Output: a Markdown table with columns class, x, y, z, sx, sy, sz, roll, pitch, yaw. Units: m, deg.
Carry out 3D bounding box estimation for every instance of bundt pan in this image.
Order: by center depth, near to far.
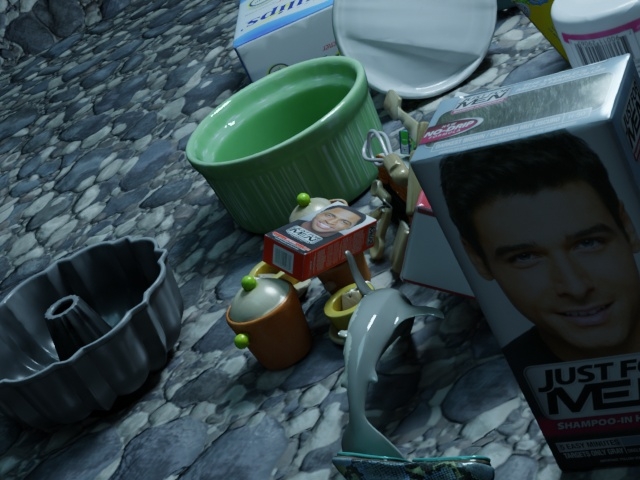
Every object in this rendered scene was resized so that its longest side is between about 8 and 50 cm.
| class | x | y | z | sx | sy | sz | roll | pitch | yaw |
| --- | --- | --- | --- | --- | --- | --- | --- | --- | --- |
| bundt pan | -0.332 | 0.138 | 1.885 | 0.331 | 0.124 | 0.331 | -22 | 27 | 12 |

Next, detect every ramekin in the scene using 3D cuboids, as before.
| class | x | y | z | sx | sy | sz | roll | pitch | yaw |
| --- | --- | --- | --- | --- | --- | --- | --- | --- | --- |
| ramekin | -0.042 | -0.144 | 2.087 | 0.303 | 0.148 | 0.303 | -22 | 27 | 12 |
| ramekin | 0.145 | -0.372 | 2.211 | 0.273 | 0.272 | 0.127 | -29 | 14 | -1 |

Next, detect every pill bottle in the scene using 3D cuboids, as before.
| class | x | y | z | sx | sy | sz | roll | pitch | yaw |
| --- | --- | --- | --- | --- | --- | --- | --- | --- | --- |
| pill bottle | 0.391 | -0.178 | 1.573 | 0.160 | 0.283 | 0.160 | -22 | 27 | 12 |

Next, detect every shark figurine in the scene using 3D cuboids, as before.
| class | x | y | z | sx | sy | sz | roll | pitch | yaw |
| --- | --- | --- | --- | --- | --- | --- | --- | --- | --- |
| shark figurine | 0.081 | 0.116 | 1.492 | 0.116 | 0.166 | 0.278 | -7 | 33 | 18 |

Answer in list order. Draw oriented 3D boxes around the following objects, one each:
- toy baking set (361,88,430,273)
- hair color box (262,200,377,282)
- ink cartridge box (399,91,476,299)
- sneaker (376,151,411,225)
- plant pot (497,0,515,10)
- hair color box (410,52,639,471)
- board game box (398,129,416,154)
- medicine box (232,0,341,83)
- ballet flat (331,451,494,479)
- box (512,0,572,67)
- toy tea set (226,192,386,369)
| class | x | y | z | sx | sy | sz | roll | pitch | yaw |
| --- | --- | --- | --- | --- | --- | --- | --- | --- | --- |
| toy baking set | 0.095 | -0.084 | 1.788 | 0.030 | 0.256 | 0.197 | 8 | -4 | -23 |
| hair color box | 0.000 | 0.000 | 1.722 | 0.072 | 0.043 | 0.141 | 26 | 35 | 33 |
| ink cartridge box | 0.223 | -0.048 | 1.603 | 0.197 | 0.114 | 0.273 | 15 | 37 | 7 |
| sneaker | 0.167 | -0.070 | 1.841 | 0.121 | 0.099 | 0.262 | -16 | 21 | -18 |
| plant pot | 0.321 | -0.531 | 2.387 | 0.293 | 0.196 | 0.293 | -23 | 26 | 12 |
| hair color box | 0.247 | 0.034 | 1.222 | 0.185 | 0.374 | 0.113 | -12 | 30 | 31 |
| board game box | 0.228 | -0.146 | 1.860 | 0.201 | 0.035 | 0.136 | -12 | 13 | -36 |
| medicine box | -0.011 | -0.403 | 2.532 | 0.264 | 0.149 | 0.289 | -22 | 26 | 12 |
| ballet flat | 0.086 | 0.246 | 1.355 | 0.188 | 0.070 | 0.070 | -6 | 33 | 40 |
| box | 0.476 | -0.430 | 1.979 | 0.279 | 0.177 | 0.290 | -33 | 16 | 46 |
| toy tea set | -0.029 | 0.032 | 1.780 | 0.200 | 0.124 | 0.336 | -25 | 26 | 7 |
